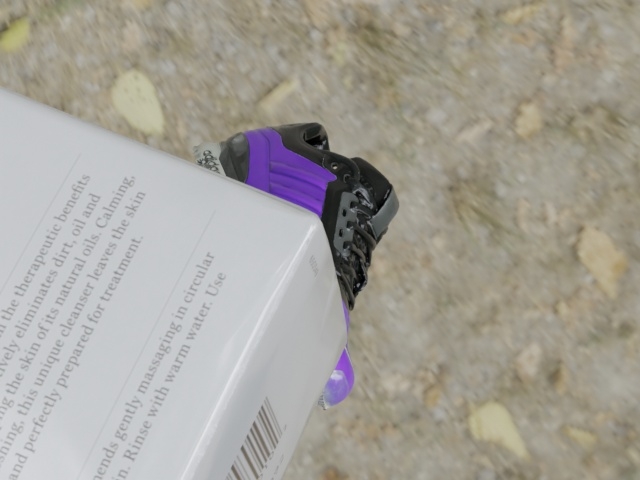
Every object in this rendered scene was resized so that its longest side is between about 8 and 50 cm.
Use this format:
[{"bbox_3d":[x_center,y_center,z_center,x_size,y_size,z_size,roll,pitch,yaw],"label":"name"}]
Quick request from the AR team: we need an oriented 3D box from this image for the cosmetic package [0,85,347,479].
[{"bbox_3d":[-0.195,0.027,0.710,0.365,0.155,0.197,23,73,13],"label":"cosmetic package"}]

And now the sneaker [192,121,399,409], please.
[{"bbox_3d":[0.000,-0.001,1.435,0.146,0.293,0.102,-19,137,-5],"label":"sneaker"}]
